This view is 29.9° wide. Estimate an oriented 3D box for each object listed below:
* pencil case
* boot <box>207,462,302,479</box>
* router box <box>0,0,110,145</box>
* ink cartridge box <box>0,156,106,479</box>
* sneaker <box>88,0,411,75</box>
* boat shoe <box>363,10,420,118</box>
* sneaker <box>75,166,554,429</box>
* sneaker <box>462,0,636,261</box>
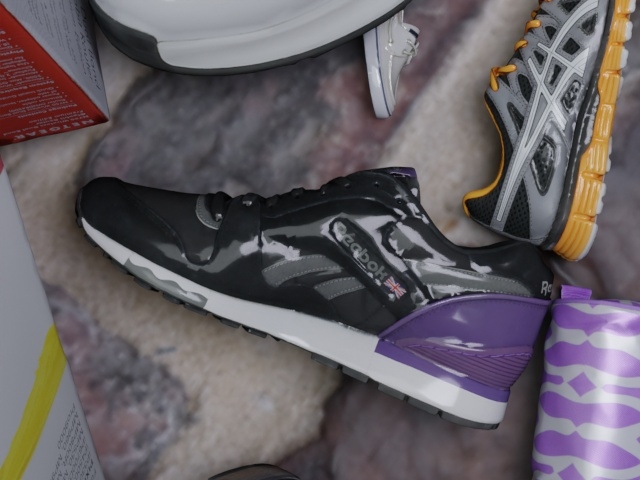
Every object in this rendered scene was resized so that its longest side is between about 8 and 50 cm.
[{"bbox_3d":[0.163,0.132,0.707,0.086,0.088,0.206,11,87,-15],"label":"pencil case"},{"bbox_3d":[-0.009,0.201,0.612,0.229,0.263,0.091,14,115,39],"label":"boot"},{"bbox_3d":[-0.217,-0.252,0.634,0.082,0.301,0.335,-13,78,3],"label":"router box"},{"bbox_3d":[-0.284,0.073,0.588,0.279,0.384,0.160,5,48,9],"label":"ink cartridge box"},{"bbox_3d":[0.043,-0.276,0.638,0.448,0.257,0.169,-28,63,-1],"label":"sneaker"},{"bbox_3d":[0.046,-0.127,0.759,0.035,0.035,0.100,-4,80,7],"label":"boat shoe"},{"bbox_3d":[0.000,0.000,0.718,0.283,0.107,0.124,23,96,-3],"label":"sneaker"},{"bbox_3d":[0.141,-0.098,0.726,0.083,0.084,0.214,10,88,11],"label":"sneaker"}]
